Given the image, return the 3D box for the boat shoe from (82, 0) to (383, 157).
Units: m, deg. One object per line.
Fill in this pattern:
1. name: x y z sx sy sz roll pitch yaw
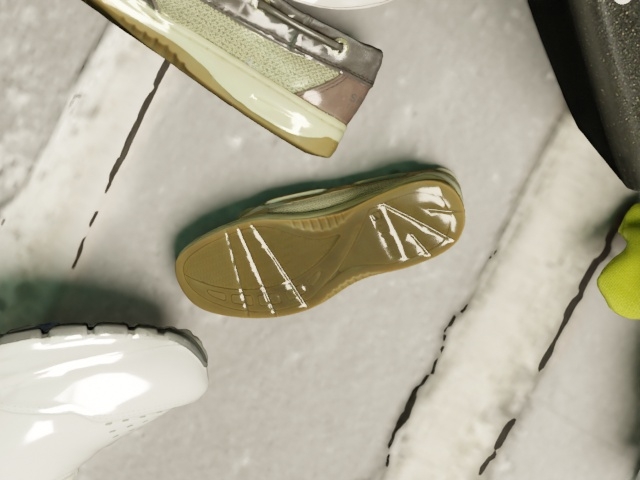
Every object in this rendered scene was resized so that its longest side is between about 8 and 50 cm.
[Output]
1. boat shoe: -0.069 -0.129 0.549 0.224 0.080 0.073 36 92 -6

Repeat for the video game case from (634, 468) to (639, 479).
1. video game case: 0.236 0.151 0.589 0.143 0.019 0.157 22 98 1

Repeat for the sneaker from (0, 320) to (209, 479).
1. sneaker: -0.188 0.125 0.548 0.297 0.111 0.129 -23 84 -2

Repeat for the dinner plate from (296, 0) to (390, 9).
1. dinner plate: 0.004 -0.179 0.534 0.141 0.017 0.141 4 79 -18

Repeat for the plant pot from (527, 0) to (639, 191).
1. plant pot: 0.181 -0.123 0.488 0.188 0.187 0.166 -9 109 4

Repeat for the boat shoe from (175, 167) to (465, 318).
1. boat shoe: 0.000 -0.002 0.578 0.153 0.048 0.056 -20 107 12

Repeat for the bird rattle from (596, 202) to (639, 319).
1. bird rattle: 0.256 0.069 0.535 0.254 0.143 0.206 13 98 -12
